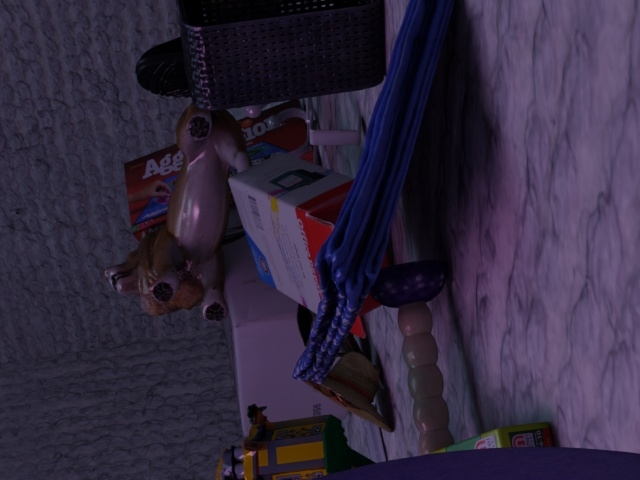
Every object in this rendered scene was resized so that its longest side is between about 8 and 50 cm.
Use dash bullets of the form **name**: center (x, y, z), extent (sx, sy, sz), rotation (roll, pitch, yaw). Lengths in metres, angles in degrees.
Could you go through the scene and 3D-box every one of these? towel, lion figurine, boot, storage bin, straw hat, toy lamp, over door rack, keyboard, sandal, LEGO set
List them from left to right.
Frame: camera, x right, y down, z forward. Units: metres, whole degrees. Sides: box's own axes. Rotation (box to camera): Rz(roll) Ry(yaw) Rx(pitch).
- **lion figurine**: center (-0.158, -0.053, 1.399), extent (0.240, 0.142, 0.392), rotation (-110, 41, -62)
- **boot**: center (-0.163, -0.321, 1.596), extent (0.094, 0.247, 0.207), rotation (117, 141, -59)
- **LEGO set**: center (-0.045, 0.300, 0.848), extent (0.255, 0.192, 0.331), rotation (31, -130, -68)
- **storage bin**: center (-0.039, -0.193, 1.015), extent (0.122, 0.180, 0.084), rotation (-109, 12, -55)
- **over door rack**: center (-0.032, -0.139, 1.322), extent (0.239, 0.108, 0.324), rotation (87, 170, -46)
- **sandal**: center (-0.004, 0.103, 1.351), extent (0.219, 0.060, 0.090), rotation (55, -177, -43)
- **straw hat**: center (0.040, 0.167, 1.298), extent (0.061, 0.144, 0.144), rotation (-57, 0, -11)
- **towel**: center (0.031, -0.030, 0.845), extent (0.336, 0.040, 0.243), rotation (107, -179, -71)
- **keyboard**: center (0.088, 0.336, 1.364), extent (0.072, 0.014, 0.256), rotation (111, 149, -66)
- **toy lamp**: center (0.090, 0.155, 0.858), extent (0.080, 0.080, 0.274), rotation (115, 145, -77)

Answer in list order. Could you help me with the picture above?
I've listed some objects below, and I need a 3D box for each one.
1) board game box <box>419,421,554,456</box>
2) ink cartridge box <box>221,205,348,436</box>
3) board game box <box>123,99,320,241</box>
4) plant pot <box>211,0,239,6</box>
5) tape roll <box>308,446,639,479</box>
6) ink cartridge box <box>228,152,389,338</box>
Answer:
- **board game box**: center (0.093, 0.189, 0.737), extent (0.181, 0.043, 0.092), rotation (-38, 59, 54)
- **ink cartridge box**: center (-0.075, 0.051, 1.648), extent (0.285, 0.166, 0.395), rotation (89, 169, -48)
- **board game box**: center (-0.146, -0.105, 1.576), extent (0.027, 0.281, 0.145), rotation (64, -172, -47)
- **plant pot**: center (-0.151, -0.437, 1.424), extent (0.293, 0.275, 0.274), rotation (60, -164, -68)
- **tape roll**: center (0.058, 0.159, 0.336), extent (0.275, 0.275, 0.090), rotation (-130, 33, -76)
- **ink cartridge box**: center (0.000, 0.000, 1.137), extent (0.231, 0.078, 0.134), rotation (27, 138, 56)
